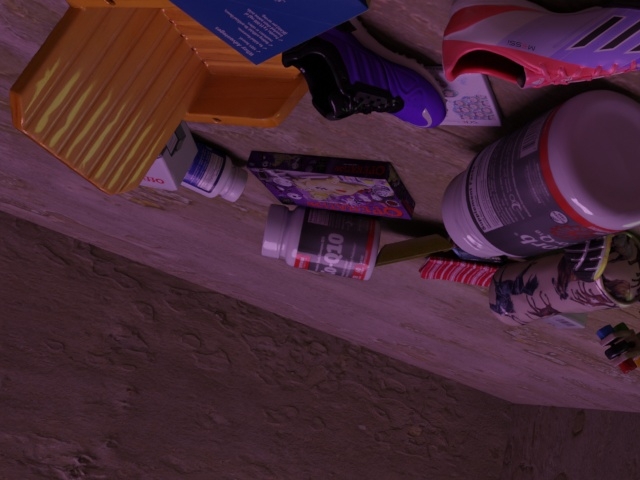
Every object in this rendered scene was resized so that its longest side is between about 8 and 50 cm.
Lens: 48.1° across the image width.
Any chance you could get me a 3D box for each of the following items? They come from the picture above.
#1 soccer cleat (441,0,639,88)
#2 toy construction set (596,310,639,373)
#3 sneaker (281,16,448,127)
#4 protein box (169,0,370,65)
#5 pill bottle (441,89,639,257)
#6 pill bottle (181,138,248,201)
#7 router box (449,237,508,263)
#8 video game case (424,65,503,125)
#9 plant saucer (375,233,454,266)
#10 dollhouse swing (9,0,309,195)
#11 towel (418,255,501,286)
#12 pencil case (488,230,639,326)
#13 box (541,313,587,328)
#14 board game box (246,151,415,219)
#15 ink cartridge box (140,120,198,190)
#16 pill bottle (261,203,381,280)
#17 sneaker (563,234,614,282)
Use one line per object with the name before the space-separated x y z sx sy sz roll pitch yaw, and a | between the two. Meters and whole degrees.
soccer cleat | 0.311 -0.236 0.902 0.319 0.116 0.108 12 162 17
toy construction set | 0.775 0.202 1.743 0.309 0.257 0.237 31 -176 27
sneaker | 0.058 -0.228 1.077 0.293 0.146 0.102 32 156 -22
protein box | -0.069 -0.344 0.848 0.201 0.135 0.200 -12 148 44
pill bottle | 0.361 -0.086 1.172 0.210 0.210 0.363 21 163 -14
pill bottle | -0.273 -0.165 1.690 0.187 0.111 0.112 25 161 -24
router box | 0.391 0.019 1.769 0.123 0.038 0.092 5 161 33
video game case | 0.212 -0.234 1.171 0.143 0.019 0.157 7 160 29
plant saucer | 0.225 0.023 1.791 0.189 0.045 0.188 -11 175 0
dollhouse swing | -0.226 -0.234 1.101 0.315 0.304 0.347 9 161 24
towel | 0.412 0.092 1.921 0.275 0.031 0.199 9 166 1
pencil case | 0.552 0.096 1.623 0.184 0.159 0.410 -5 169 -24
box | 0.658 0.184 1.956 0.101 0.087 0.102 25 162 -25
board game box | 0.025 -0.127 1.648 0.347 0.056 0.208 8 165 27
ink cartridge box | -0.396 -0.244 1.441 0.211 0.121 0.289 12 150 16
pill bottle | 0.000 0.000 1.822 0.284 0.161 0.161 11 163 -2
sneaker | 0.494 -0.026 1.263 0.094 0.208 0.081 13 172 -31
